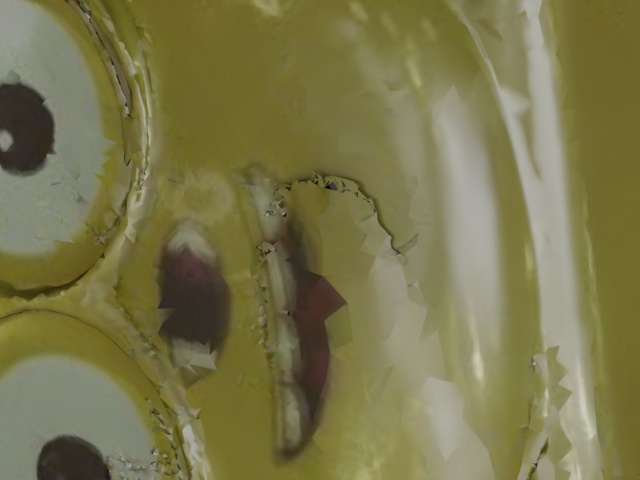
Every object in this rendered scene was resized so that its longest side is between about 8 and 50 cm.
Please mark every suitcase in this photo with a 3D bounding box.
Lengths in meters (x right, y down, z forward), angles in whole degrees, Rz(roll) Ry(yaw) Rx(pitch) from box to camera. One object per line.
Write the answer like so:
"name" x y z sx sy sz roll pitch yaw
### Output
"suitcase" 0.000 0.000 0.454 0.143 0.235 0.194 -20 103 -54
